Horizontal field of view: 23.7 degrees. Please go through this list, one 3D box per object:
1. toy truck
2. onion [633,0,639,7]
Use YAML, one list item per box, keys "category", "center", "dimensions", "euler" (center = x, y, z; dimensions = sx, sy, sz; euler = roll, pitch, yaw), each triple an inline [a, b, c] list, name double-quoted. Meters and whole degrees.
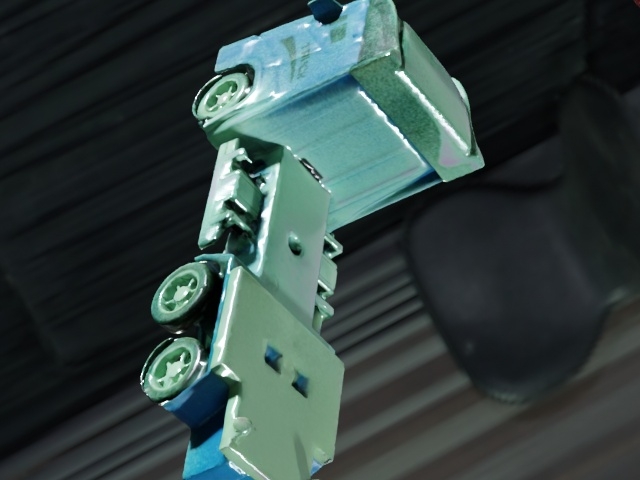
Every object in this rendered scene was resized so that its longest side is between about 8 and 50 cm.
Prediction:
- category: "toy truck"
  center: [0.000, 0.000, 0.470]
  dimensions: [0.067, 0.081, 0.175]
  euler: [45, -144, -33]
- category: "onion"
  center: [0.322, -0.278, 1.202]
  dimensions: [0.163, 0.230, 0.230]
  euler: [64, 172, 10]
